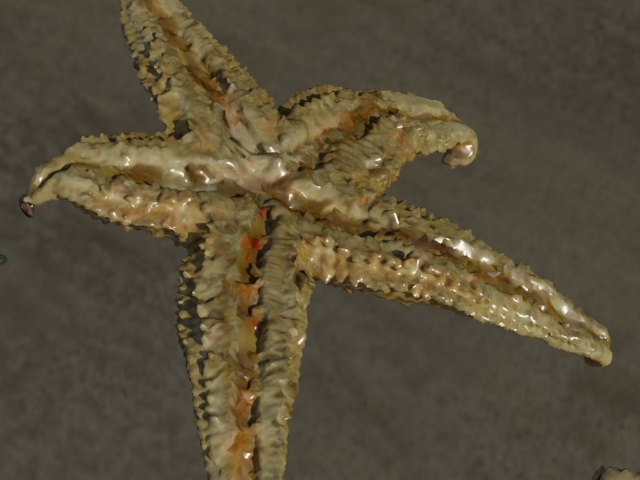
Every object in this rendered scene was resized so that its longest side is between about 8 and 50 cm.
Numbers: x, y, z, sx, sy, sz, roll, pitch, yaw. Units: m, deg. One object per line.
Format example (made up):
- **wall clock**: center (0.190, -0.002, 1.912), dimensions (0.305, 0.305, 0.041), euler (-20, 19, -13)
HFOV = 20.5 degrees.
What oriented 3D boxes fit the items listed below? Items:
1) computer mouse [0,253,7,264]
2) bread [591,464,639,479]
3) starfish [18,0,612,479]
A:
- **computer mouse**: center (-0.312, 0.102, 0.879), dimensions (0.389, 0.199, 0.115), euler (-20, 68, 16)
- **bread**: center (0.206, 0.233, 0.764), dimensions (0.239, 0.111, 0.246), euler (16, 68, 2)
- **starfish**: center (0.003, -0.004, 0.684), dimensions (0.231, 0.048, 0.295), euler (7, 44, -22)
